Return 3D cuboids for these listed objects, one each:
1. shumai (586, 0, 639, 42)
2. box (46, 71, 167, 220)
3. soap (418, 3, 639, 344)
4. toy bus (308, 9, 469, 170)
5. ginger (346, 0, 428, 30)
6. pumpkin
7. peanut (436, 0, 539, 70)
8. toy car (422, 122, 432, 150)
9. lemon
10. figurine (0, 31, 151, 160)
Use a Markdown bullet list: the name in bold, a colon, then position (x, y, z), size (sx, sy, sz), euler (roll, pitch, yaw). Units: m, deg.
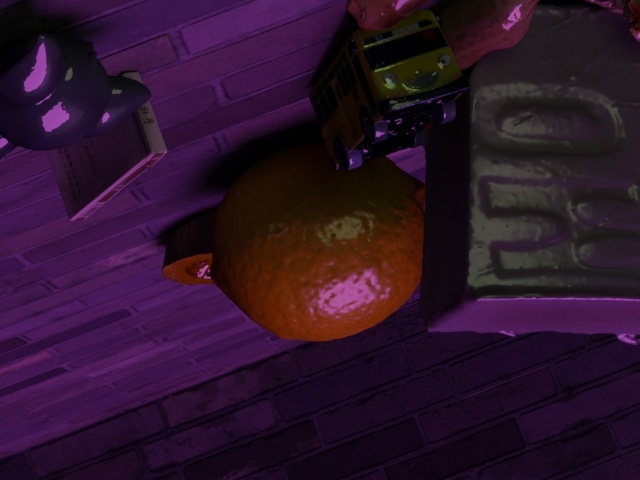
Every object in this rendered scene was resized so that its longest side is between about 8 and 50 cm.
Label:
- **shumai**: position (0.424, -0.333, 1.788), size (0.209, 0.153, 0.161), euler (-14, 159, -14)
- **box**: position (-0.265, -0.112, 1.678), size (0.029, 0.109, 0.198), euler (-8, 162, -45)
- **soap**: position (0.326, -0.093, 1.896), size (0.350, 0.435, 0.213), euler (3, 164, -5)
- **toy bus**: position (0.082, -0.196, 1.791), size (0.128, 0.150, 0.262), euler (-18, 172, -18)
- **ginger**: position (0.103, -0.301, 1.579), size (0.190, 0.069, 0.095), euler (-31, -174, 34)
- **pumpkin**: position (-0.171, 0.007, 2.353), size (0.217, 0.110, 0.217), euler (-9, 171, -1)
- **peanut**: position (0.205, -0.281, 1.765), size (0.099, 0.099, 0.214), euler (-8, 165, -45)
- **toy car**: position (0.190, -0.175, 2.129), size (0.112, 0.112, 0.139), euler (-22, 168, 6)
- **lemon**: position (0.002, 0.000, 2.108), size (0.336, 0.336, 0.336), euler (-20, 167, -5)
- **figurine**: position (-0.340, -0.131, 1.438), size (0.265, 0.140, 0.193), euler (-45, 147, 1)
